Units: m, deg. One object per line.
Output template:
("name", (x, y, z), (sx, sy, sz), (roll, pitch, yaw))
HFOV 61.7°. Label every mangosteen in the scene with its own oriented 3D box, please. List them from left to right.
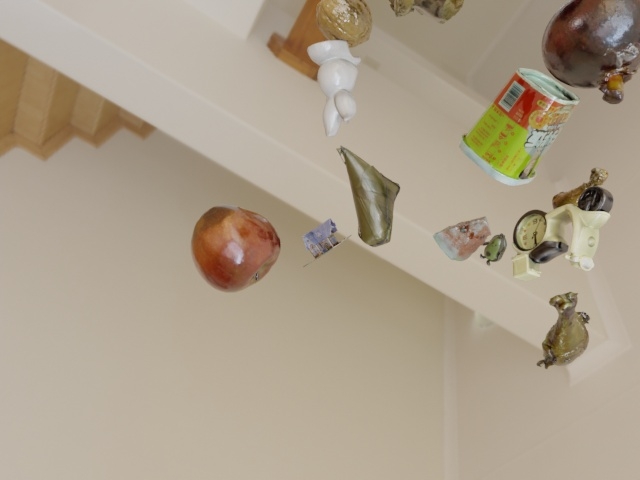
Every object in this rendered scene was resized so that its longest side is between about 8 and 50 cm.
("mangosteen", (0.612, -0.406, 1.151), (0.235, 0.235, 0.261), (138, -52, -62))

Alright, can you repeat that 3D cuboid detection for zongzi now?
("zongzi", (0.140, -0.141, 1.800), (0.123, 0.289, 0.260), (-14, -126, 42))

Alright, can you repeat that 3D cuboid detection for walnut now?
("walnut", (0.076, -0.656, 1.591), (0.155, 0.184, 0.155), (-39, -151, 27))

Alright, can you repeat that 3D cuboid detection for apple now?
("apple", (-0.223, 0.012, 1.385), (0.230, 0.230, 0.230), (-58, -171, 15))

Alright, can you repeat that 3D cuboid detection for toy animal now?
("toy animal", (0.048, -0.363, 1.291), (0.104, 0.220, 0.131), (-12, 179, 37))

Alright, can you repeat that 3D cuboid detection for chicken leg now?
("chicken leg", (0.881, 0.310, 1.891), (0.211, 0.140, 0.361), (-32, 136, -30))
("chicken leg", (0.949, -0.171, 1.955), (0.251, 0.107, 0.087), (117, -10, -53))

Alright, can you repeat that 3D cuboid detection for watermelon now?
("watermelon", (0.561, -0.017, 2.059), (0.094, 0.154, 0.241), (-27, 170, -43))

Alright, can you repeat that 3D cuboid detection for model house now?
("model house", (0.000, 0.000, 1.700), (0.167, 0.088, 0.117), (-34, 179, 42))

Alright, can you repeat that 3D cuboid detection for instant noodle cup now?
("instant noodle cup", (0.664, -0.384, 1.775), (0.294, 0.294, 0.308), (-72, -172, -53))

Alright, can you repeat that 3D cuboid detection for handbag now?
("handbag", (0.557, 0.022, 1.706), (0.072, 0.047, 0.111), (51, -43, 35))

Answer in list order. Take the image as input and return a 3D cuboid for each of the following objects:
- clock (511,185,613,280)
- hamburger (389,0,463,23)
("clock", (0.824, -0.009, 1.840), (0.379, 0.120, 0.276), (-31, -133, 60))
("hamburger", (0.148, -0.494, 0.863), (0.134, 0.285, 0.265), (-18, -178, 14))
